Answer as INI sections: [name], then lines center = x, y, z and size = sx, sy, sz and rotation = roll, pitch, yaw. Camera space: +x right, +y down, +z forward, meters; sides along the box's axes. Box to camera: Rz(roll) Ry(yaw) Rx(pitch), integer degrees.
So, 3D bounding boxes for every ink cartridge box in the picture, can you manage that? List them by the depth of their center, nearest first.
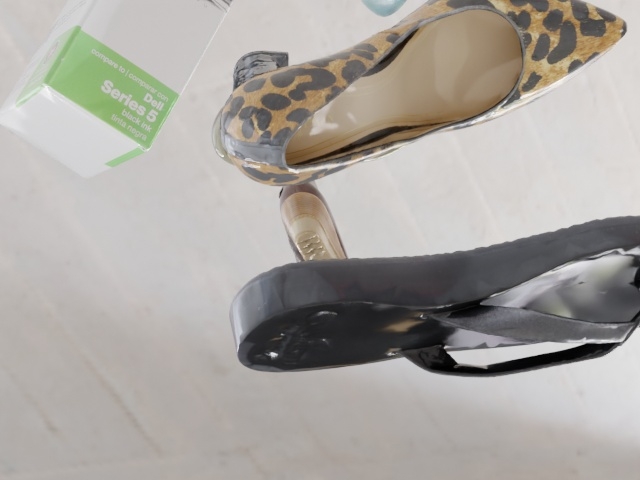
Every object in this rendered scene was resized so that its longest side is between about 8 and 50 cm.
[ink cartridge box]
center = -0.172, -0.210, 1.376
size = 0.115, 0.272, 0.198
rotation = 33, 163, -18

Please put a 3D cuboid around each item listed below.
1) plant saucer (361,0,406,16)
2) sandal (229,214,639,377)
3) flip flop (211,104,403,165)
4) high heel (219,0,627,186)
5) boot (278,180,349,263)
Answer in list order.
[plant saucer]
center = 0.089, -0.429, 1.765
size = 0.044, 0.317, 0.317
rotation = 9, 138, -16
[sandal]
center = 0.083, 0.042, 0.729
size = 0.255, 0.054, 0.097
rotation = -8, 151, -13
[flip flop]
center = 0.010, -0.135, 1.736
size = 0.277, 0.080, 0.112
rotation = -8, 109, -22
[high heel]
center = 0.071, -0.088, 0.881
size = 0.261, 0.186, 0.093
rotation = -10, 111, 1
[boot]
center = 0.000, 0.000, 2.192
size = 0.090, 0.207, 0.248
rotation = -16, 130, 5
